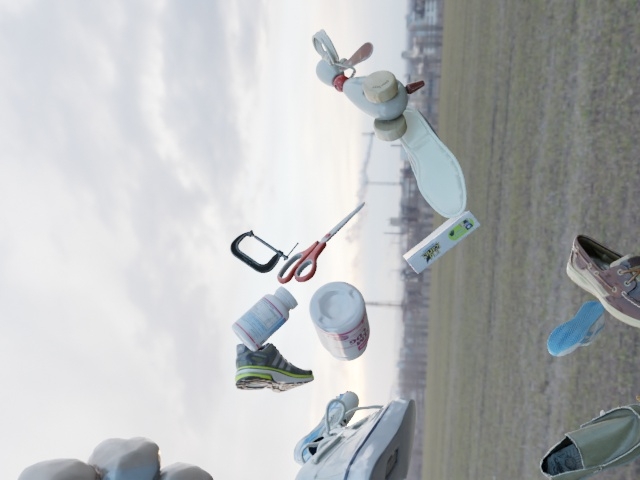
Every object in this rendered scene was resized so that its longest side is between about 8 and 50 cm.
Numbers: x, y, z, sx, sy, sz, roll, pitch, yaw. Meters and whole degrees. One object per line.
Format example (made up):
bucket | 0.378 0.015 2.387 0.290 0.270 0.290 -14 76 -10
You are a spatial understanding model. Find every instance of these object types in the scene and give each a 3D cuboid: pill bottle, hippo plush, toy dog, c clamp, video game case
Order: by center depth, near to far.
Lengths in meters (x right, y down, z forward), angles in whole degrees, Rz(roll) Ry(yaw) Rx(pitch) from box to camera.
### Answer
hippo plush | -0.239 0.365 0.695 0.236 0.294 0.234 -36 15 44
pill bottle | -0.133 0.188 1.536 0.160 0.087 0.087 -42 -27 -18
toy dog | 0.132 -0.405 1.584 0.334 0.161 0.220 52 167 21
c clamp | -0.162 0.024 1.729 0.137 0.160 0.022 -58 -8 -28
pill bottle | 0.065 0.249 1.861 0.283 0.160 0.160 73 -160 -59
video game case | 0.387 0.003 2.036 0.061 0.244 0.269 52 -175 2

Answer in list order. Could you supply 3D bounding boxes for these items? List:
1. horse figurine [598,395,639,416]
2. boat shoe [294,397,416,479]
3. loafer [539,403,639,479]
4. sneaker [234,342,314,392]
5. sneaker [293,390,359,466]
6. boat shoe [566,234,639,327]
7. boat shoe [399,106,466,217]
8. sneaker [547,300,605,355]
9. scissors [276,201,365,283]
horse figurine | 0.875 0.458 1.641 0.174 0.263 0.066 67 -156 -49
boat shoe | 0.046 0.326 0.967 0.367 0.156 0.136 -13 -74 -69
loafer | 0.529 0.403 1.211 0.251 0.087 0.094 -49 46 26
sneaker | -0.121 0.344 1.719 0.300 0.111 0.121 25 -133 -53
sneaker | 0.031 0.472 1.559 0.237 0.086 0.085 -43 -62 -34
boat shoe | 0.711 0.089 1.460 0.342 0.123 0.123 -125 23 -58
boat shoe | 0.289 -0.199 1.609 0.319 0.116 0.099 63 -162 16
sneaker | 0.758 0.276 1.837 0.087 0.228 0.092 29 145 52
scissors | 0.000 0.000 1.550 0.297 0.109 0.021 -54 -54 -30
